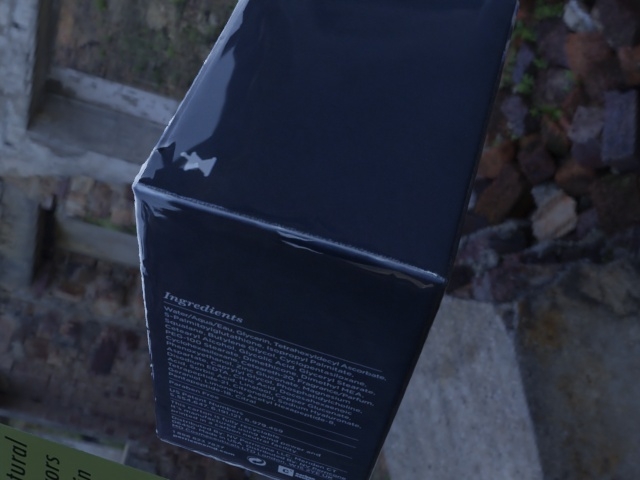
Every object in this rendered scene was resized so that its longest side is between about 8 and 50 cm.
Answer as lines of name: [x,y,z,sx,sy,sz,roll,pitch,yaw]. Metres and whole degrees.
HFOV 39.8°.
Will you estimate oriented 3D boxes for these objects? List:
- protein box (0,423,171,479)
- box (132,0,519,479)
protein box: [-0.100,0.226,0.401,0.136,0.201,0.199,-45,36,23]
box: [0.000,0.000,0.772,0.395,0.212,0.293,99,-170,-54]
